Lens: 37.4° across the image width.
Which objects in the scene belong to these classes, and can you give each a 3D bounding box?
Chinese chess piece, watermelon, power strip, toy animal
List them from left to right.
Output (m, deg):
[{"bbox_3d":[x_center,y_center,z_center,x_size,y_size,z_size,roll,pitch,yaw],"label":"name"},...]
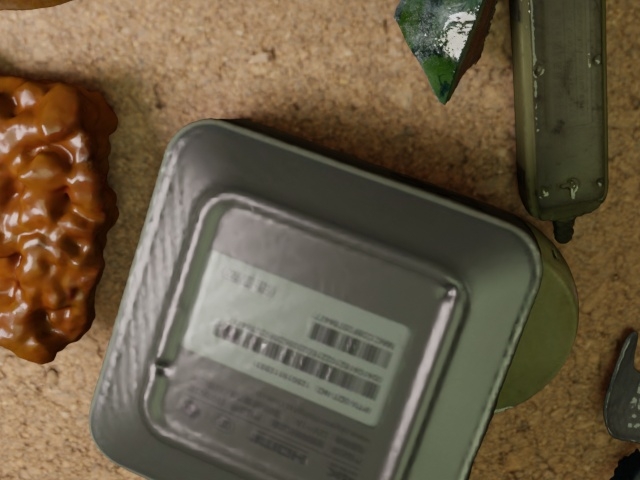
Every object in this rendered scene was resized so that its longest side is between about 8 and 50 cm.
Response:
[{"bbox_3d":[0.133,-0.233,0.935,0.101,0.080,0.155,41,139,17],"label":"watermelon"},{"bbox_3d":[0.166,0.082,1.076,0.250,0.101,0.250,-1,117,-2],"label":"Chinese chess piece"},{"bbox_3d":[0.245,-0.172,0.975,0.092,0.066,0.388,-9,115,0],"label":"power strip"},{"bbox_3d":[0.440,0.222,1.179,0.239,0.176,0.255,30,78,-20],"label":"toy animal"}]

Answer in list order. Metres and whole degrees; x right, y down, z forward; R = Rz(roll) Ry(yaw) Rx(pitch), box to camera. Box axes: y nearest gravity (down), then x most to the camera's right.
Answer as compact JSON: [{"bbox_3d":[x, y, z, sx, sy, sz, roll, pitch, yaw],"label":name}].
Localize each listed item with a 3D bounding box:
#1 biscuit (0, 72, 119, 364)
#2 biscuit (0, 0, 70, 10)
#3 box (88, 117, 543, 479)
[{"bbox_3d":[-0.373,-0.037,0.987,0.312,0.110,0.318,12,116,-7],"label":"biscuit"},{"bbox_3d":[-0.267,-0.341,0.867,0.262,0.052,0.277,4,117,-4],"label":"biscuit"},{"bbox_3d":[-0.013,0.109,0.971,0.396,0.111,0.397,20,100,12],"label":"box"}]
